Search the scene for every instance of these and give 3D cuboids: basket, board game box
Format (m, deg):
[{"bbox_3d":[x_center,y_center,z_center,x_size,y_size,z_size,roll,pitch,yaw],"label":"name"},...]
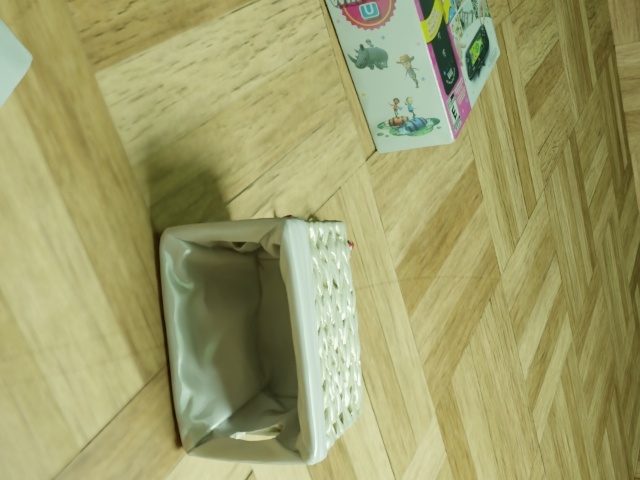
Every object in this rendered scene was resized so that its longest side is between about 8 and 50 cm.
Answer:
[{"bbox_3d":[-0.037,0.065,0.581,0.103,0.113,0.167,-13,98,-62],"label":"basket"},{"bbox_3d":[0.094,-0.284,0.867,0.224,0.097,0.303,-58,134,-46],"label":"board game box"}]

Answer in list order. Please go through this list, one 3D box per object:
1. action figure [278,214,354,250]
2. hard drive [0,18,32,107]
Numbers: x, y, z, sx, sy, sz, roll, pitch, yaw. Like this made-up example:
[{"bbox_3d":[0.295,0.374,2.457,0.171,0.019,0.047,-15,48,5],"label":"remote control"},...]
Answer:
[{"bbox_3d":[0.000,0.000,0.738,0.115,0.030,0.038,11,72,-61],"label":"action figure"},{"bbox_3d":[-0.274,-0.118,0.259,0.353,0.047,0.233,56,41,-41],"label":"hard drive"}]
